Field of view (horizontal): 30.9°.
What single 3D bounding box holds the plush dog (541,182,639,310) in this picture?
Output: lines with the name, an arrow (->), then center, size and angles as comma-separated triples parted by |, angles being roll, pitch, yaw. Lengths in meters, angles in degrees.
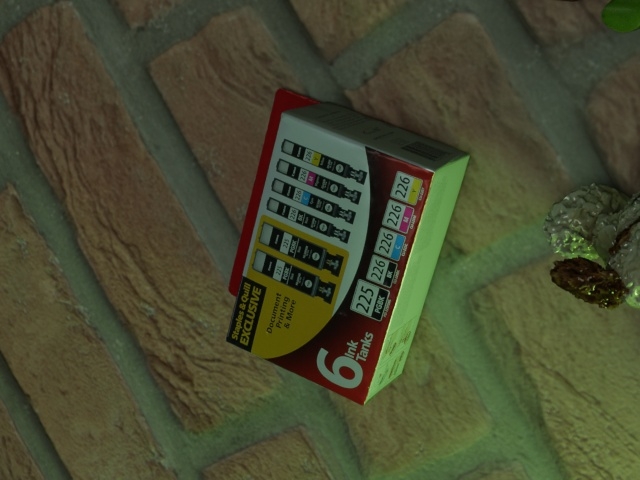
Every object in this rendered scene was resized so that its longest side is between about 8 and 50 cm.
plush dog -> 0.367, 0.004, 1.200 | 0.262, 0.225, 0.211 | -35, 86, 28

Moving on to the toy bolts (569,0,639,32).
toy bolts -> 0.334, -0.352, 1.210 | 0.218, 0.158, 0.229 | 33, 135, 59

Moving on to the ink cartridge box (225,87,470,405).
ink cartridge box -> 0.000, 0.000, 1.428 | 0.271, 0.130, 0.310 | 22, 111, 20
